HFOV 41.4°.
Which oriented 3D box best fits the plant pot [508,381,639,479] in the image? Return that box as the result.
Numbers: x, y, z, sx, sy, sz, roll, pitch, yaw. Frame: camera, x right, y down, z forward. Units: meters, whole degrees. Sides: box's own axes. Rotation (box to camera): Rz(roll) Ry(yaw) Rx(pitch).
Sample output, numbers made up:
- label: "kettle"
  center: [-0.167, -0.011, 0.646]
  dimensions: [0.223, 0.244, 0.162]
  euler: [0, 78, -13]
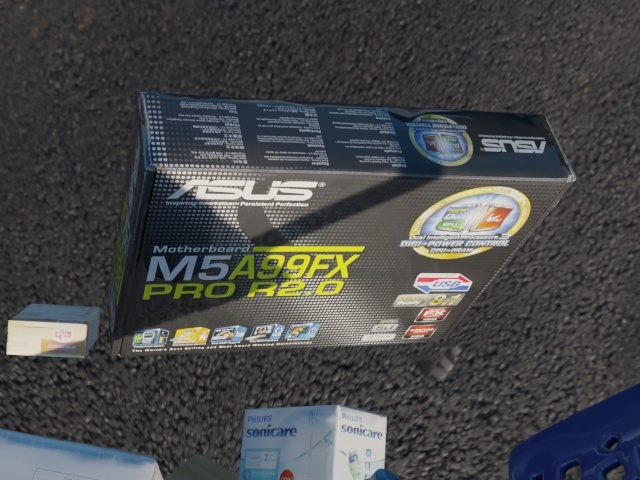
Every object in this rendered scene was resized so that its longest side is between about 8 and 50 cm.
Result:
- label: "plant pot"
  center: [0.323, 0.289, 0.772]
  dimensions: [0.236, 0.236, 0.212]
  euler: [41, 37, -10]

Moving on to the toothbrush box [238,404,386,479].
- label: "toothbrush box"
  center: [-0.020, 0.418, 1.347]
  dimensions: [0.126, 0.216, 0.295]
  euler: [24, 65, -42]

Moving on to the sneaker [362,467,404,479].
- label: "sneaker"
  center: [0.098, 0.375, 1.107]
  dimensions: [0.092, 0.228, 0.087]
  euler: [-33, 38, 14]

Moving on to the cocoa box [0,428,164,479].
- label: "cocoa box"
  center: [-0.296, 0.376, 0.919]
  dimensions: [0.232, 0.347, 0.227]
  euler: [10, 58, 2]

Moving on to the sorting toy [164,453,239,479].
- label: "sorting toy"
  center: [-0.199, 0.539, 1.552]
  dimensions: [0.257, 0.089, 0.255]
  euler: [22, 24, 20]

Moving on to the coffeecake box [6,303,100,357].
- label: "coffeecake box"
  center: [-0.517, 0.174, 1.657]
  dimensions: [0.143, 0.185, 0.068]
  euler: [4, 95, -7]

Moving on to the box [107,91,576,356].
- label: "box"
  center: [0.000, 0.000, 0.580]
  dimensions: [0.270, 0.216, 0.060]
  euler: [0, 56, -21]
